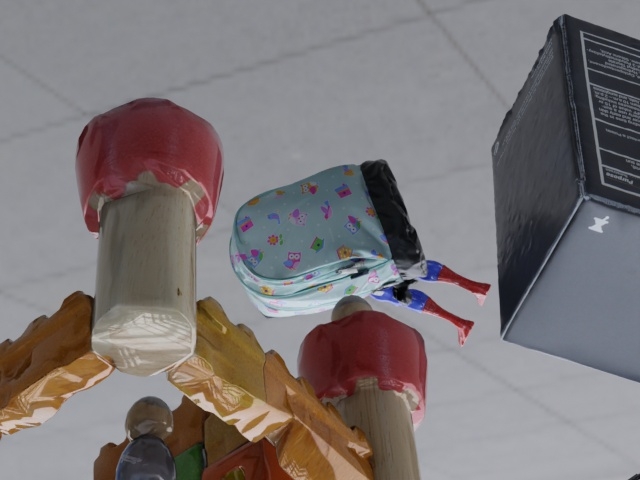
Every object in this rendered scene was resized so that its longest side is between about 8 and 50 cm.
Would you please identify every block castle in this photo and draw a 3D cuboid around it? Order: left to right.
[{"bbox_3d":[-0.174,0.138,0.974,0.453,0.213,0.303,-32,125,20],"label":"block castle"}]

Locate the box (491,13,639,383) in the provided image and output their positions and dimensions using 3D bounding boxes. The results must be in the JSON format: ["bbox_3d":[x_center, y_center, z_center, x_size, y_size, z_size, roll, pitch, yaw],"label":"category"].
[{"bbox_3d":[0.320,-0.019,1.403,0.296,0.294,0.183,18,126,-9],"label":"box"}]

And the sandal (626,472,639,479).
[{"bbox_3d":[0.322,0.230,1.413,0.254,0.054,0.097,-19,-153,-16],"label":"sandal"}]

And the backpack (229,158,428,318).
[{"bbox_3d":[0.000,0.000,1.540,0.182,0.152,0.115,-19,147,-1],"label":"backpack"}]

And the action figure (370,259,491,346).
[{"bbox_3d":[0.048,0.047,1.822,0.280,0.091,0.139,25,152,6],"label":"action figure"}]
